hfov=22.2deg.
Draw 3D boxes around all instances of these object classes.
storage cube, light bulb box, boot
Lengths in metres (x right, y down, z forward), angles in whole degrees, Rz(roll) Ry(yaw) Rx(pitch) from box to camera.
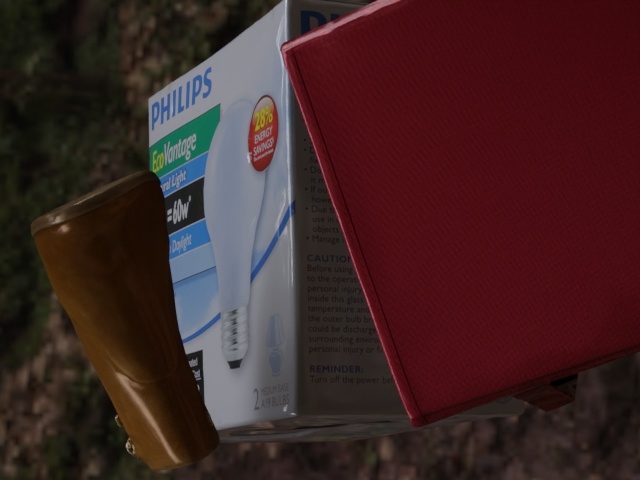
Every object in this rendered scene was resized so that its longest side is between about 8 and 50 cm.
[{"bbox_3d":[0.128,-0.039,0.775,0.183,0.193,0.215,-9,-102,-64],"label":"storage cube"},{"bbox_3d":[0.000,0.000,1.531,0.358,0.225,0.361,-23,67,62],"label":"light bulb box"},{"bbox_3d":[-0.133,0.070,1.243,0.295,0.104,0.211,131,116,-79],"label":"boot"}]
